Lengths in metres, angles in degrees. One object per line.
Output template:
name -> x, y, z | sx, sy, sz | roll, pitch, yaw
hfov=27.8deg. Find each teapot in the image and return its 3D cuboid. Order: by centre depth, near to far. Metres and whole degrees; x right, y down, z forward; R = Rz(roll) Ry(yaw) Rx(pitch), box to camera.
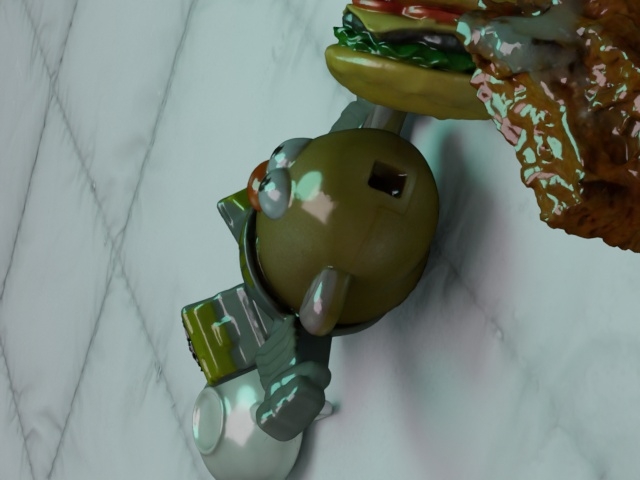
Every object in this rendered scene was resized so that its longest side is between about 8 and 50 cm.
teapot -> -0.068, 0.179, 1.278 | 0.226, 0.092, 0.145 | -21, 68, 56

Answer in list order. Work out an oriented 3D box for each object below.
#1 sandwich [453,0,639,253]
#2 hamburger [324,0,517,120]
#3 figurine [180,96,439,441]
sandwich -> 0.196, -0.080, 0.707 | 0.292, 0.212, 0.109 | 57, 151, 31
hamburger -> 0.082, -0.151, 0.969 | 0.162, 0.162, 0.115 | 28, 109, 61
figurine -> 0.001, -0.001, 1.080 | 0.285, 0.167, 0.342 | 149, 121, -61
